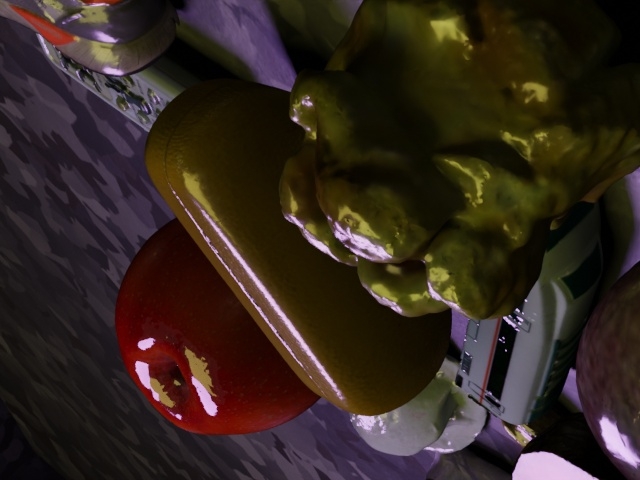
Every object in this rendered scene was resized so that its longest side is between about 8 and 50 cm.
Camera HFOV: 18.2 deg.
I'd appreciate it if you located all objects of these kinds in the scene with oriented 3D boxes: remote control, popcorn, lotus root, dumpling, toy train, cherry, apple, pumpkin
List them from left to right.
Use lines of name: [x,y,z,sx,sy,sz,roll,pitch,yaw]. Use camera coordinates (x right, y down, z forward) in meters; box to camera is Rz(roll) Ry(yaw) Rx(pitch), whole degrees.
remote control: [-0.187,-0.174,2.109,0.335,0.065,0.128,35,160,32]
apple: [-0.102,0.092,2.215,0.260,0.216,0.260,34,149,24]
dumpling: [0.092,0.176,2.140,0.153,0.108,0.219,34,160,35]
popcorn: [0.094,-0.076,1.400,0.225,0.276,0.276,41,161,2]
toy train: [0.186,0.046,1.702,0.088,0.086,0.407,42,161,18]
lotus root: [0.221,0.188,1.971,0.099,0.049,0.054,41,140,10]
pumpkin: [0.261,0.203,1.776,0.248,0.131,0.126,-39,68,52]
cherry: [0.303,0.096,1.368,0.230,0.203,0.300,53,154,5]

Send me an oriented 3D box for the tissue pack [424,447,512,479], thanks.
tissue pack: [0.173,0.318,2.215,0.209,0.148,0.156,21,108,55]

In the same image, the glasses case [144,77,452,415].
glasses case: [0.000,0.000,1.879,0.141,0.173,0.371,19,149,57]

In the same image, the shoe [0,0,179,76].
shoe: [-0.287,-0.306,1.982,0.336,0.132,0.171,36,154,26]
